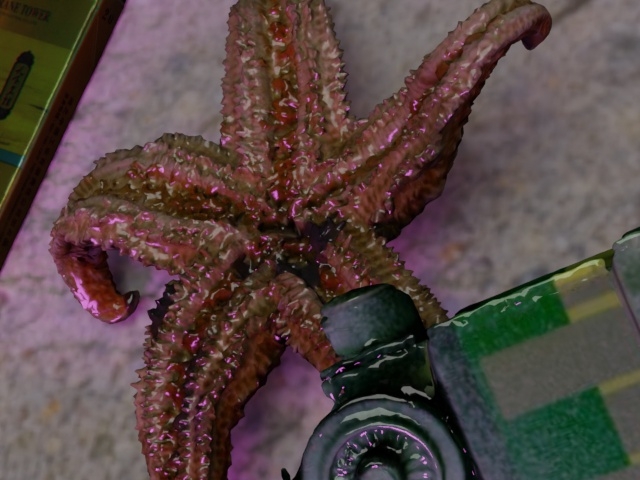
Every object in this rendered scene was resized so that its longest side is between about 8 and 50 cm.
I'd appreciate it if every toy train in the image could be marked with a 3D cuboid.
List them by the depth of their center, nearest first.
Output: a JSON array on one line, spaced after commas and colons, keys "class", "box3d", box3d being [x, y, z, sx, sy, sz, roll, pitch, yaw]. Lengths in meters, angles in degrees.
[{"class": "toy train", "box3d": [0.115, 0.140, 0.669, 0.202, 0.120, 0.300, -24, 90, 14]}]

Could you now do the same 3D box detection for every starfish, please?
[{"class": "starfish", "box3d": [0.004, 0.000, 0.802, 0.312, 0.113, 0.303, -48, 62, 9]}]

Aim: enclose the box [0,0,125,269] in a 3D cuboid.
[{"class": "box", "box3d": [-0.207, -0.079, 0.939, 0.121, 0.030, 0.193, 19, 79, 23]}]
